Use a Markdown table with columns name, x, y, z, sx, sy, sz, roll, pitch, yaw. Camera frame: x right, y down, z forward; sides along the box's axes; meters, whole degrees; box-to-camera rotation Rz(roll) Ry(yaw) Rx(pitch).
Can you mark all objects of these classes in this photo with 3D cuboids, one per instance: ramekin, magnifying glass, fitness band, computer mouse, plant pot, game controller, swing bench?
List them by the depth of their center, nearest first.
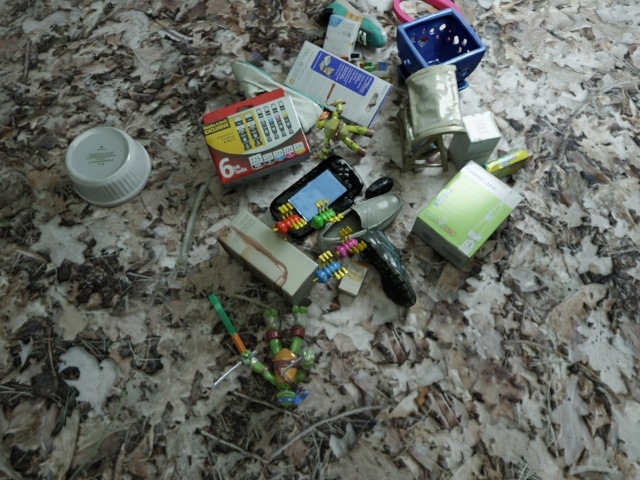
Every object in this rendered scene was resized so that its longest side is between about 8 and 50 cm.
| name | x | y | z | sx | sy | sz | roll | pitch | yaw |
| --- | --- | --- | --- | --- | --- | --- | --- | --- | --- |
| magnifying glass | -0.271 | 0.260 | 1.395 | 0.026 | 0.092 | 0.231 | -31 | 81 | -15 |
| computer mouse | 0.137 | -0.147 | 1.550 | 0.242 | 0.071 | 0.041 | -28 | 64 | -15 |
| swing bench | 0.357 | -0.397 | 1.553 | 0.165 | 0.255 | 0.253 | -1 | 68 | 0 |
| game controller | -0.010 | -0.146 | 1.558 | 0.319 | 0.067 | 0.166 | -40 | 73 | -13 |
| ramekin | -0.725 | -0.261 | 1.581 | 0.272 | 0.127 | 0.273 | 0 | 67 | 0 |
| plant pot | 0.411 | -0.641 | 1.669 | 0.236 | 0.212 | 0.236 | -22 | 65 | -8 |
| fitness band | 0.421 | -0.906 | 1.867 | 0.291 | 0.054 | 0.209 | 38 | 73 | 13 |

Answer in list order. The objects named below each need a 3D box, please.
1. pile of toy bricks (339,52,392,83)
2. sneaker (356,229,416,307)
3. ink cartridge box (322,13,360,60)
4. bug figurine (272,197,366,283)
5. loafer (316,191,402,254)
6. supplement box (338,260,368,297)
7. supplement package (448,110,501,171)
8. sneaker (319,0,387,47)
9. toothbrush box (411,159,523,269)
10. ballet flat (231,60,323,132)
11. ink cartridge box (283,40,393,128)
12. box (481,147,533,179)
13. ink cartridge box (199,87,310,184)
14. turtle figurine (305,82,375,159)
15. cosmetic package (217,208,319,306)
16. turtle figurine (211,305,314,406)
| name | x | y | z | sx | sy | sz | roll | pitch | yaw |
| --- | --- | --- | --- | --- | --- | --- | --- | --- | --- |
| pile of toy bricks | 0.166 | -0.642 | 1.750 | 0.212 | 0.118 | 0.105 | 7 | 29 | 15 |
| sneaker | 0.224 | 0.079 | 1.446 | 0.106 | 0.101 | 0.267 | -28 | 83 | -39 |
| ink cartridge box | 0.072 | -0.744 | 1.770 | 0.104 | 0.181 | 0.061 | 23 | 34 | 10 |
| bug figurine | 0.000 | 0.000 | 1.362 | 0.216 | 0.072 | 0.279 | -27 | 67 | -31 |
| loafer | 0.131 | -0.063 | 1.497 | 0.319 | 0.111 | 0.112 | -33 | 71 | -12 |
| supplement box | 0.102 | 0.122 | 1.464 | 0.062 | 0.036 | 0.098 | 23 | 70 | 9 |
| supplement package | 0.511 | -0.327 | 1.563 | 0.105 | 0.179 | 0.105 | -13 | 68 | -4 |
| sneaker | 0.122 | -0.818 | 1.812 | 0.121 | 0.108 | 0.302 | -41 | 66 | -13 |
| toothbrush box | 0.464 | -0.083 | 1.497 | 0.206 | 0.122 | 0.283 | 41 | 75 | 16 |
| ballet flat | -0.180 | -0.512 | 1.682 | 0.400 | 0.139 | 0.139 | 31 | 71 | 9 |
| ink cartridge box | 0.061 | -0.556 | 1.687 | 0.371 | 0.069 | 0.176 | 32 | 99 | 14 |
| box | 0.617 | -0.248 | 1.570 | 0.179 | 0.105 | 0.043 | -21 | 70 | -8 |
| ink cartridge box | -0.223 | -0.355 | 1.556 | 0.309 | 0.130 | 0.272 | -21 | 90 | -3 |
| turtle figurine | 0.073 | -0.386 | 1.603 | 0.217 | 0.087 | 0.270 | 19 | 97 | -4 |
| cosmetic package | -0.155 | 0.057 | 1.434 | 0.296 | 0.153 | 0.129 | 36 | 73 | 15 |
| turtle figurine | -0.115 | 0.299 | 1.290 | 0.274 | 0.198 | 0.266 | 29 | 43 | -31 |
